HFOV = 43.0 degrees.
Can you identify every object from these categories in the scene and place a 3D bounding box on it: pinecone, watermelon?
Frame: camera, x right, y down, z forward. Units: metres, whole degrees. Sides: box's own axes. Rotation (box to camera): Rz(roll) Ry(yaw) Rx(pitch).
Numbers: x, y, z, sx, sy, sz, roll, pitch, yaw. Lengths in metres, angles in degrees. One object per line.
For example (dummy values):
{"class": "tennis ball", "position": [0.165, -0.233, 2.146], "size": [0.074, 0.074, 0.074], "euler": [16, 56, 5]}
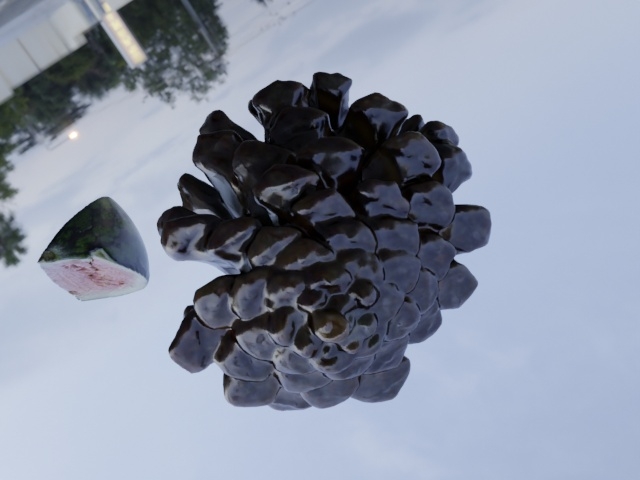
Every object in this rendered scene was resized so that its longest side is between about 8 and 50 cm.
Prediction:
{"class": "pinecone", "position": [-0.001, -0.002, 0.557], "size": [0.229, 0.202, 0.201], "euler": [-30, -121, 3]}
{"class": "watermelon", "position": [-0.180, 0.018, 0.707], "size": [0.087, 0.069, 0.163], "euler": [-55, 177, -14]}
